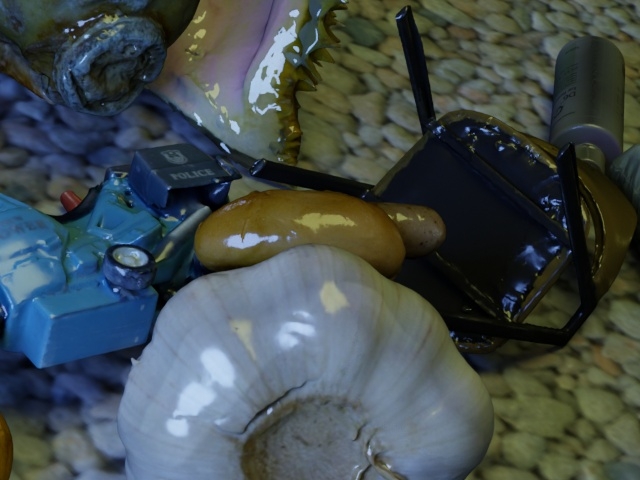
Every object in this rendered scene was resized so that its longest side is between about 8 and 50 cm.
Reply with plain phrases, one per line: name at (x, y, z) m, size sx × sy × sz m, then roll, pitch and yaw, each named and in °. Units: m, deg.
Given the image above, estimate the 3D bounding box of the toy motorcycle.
toy motorcycle at (-0.169, 0.004, 1.066) m, size 0.272 × 0.124 × 0.182 m, roll -11°, pitch 41°, yaw -41°

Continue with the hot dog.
hot dog at (0.000, -0.001, 1.031) m, size 0.140 × 0.090 × 0.060 m, roll 5°, pitch 73°, yaw 6°

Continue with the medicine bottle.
medicine bottle at (0.202, -0.083, 1.381) m, size 0.057 × 0.058 × 0.199 m, roll 17°, pitch 38°, yaw -2°

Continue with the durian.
durian at (-0.064, -0.204, 1.315) m, size 0.185 × 0.196 × 0.305 m, roll -9°, pitch 43°, yaw -41°

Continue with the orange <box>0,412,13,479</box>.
orange at (-0.203, 0.110, 0.958) m, size 0.083 × 0.070 × 0.083 m, roll 21°, pitch 38°, yaw -18°

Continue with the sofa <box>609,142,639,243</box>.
sofa at (0.350, -0.024, 1.271) m, size 0.225 × 0.176 × 0.210 m, roll 2°, pitch 41°, yaw -22°

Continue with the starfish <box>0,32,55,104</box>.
starfish at (-0.331, -0.211, 1.273) m, size 0.375 × 0.094 × 0.327 m, roll 34°, pitch 22°, yaw -6°

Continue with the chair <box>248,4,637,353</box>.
chair at (0.104, -0.019, 1.188) m, size 0.159 × 0.172 × 0.247 m, roll 43°, pitch 0°, yaw 28°

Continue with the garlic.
garlic at (-0.013, 0.083, 1.010) m, size 0.199 × 0.199 × 0.226 m, roll 12°, pitch 13°, yaw -9°

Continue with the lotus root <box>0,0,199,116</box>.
lotus root at (-0.189, -0.249, 1.238) m, size 0.175 × 0.175 × 0.349 m, roll -15°, pitch 64°, yaw -36°
